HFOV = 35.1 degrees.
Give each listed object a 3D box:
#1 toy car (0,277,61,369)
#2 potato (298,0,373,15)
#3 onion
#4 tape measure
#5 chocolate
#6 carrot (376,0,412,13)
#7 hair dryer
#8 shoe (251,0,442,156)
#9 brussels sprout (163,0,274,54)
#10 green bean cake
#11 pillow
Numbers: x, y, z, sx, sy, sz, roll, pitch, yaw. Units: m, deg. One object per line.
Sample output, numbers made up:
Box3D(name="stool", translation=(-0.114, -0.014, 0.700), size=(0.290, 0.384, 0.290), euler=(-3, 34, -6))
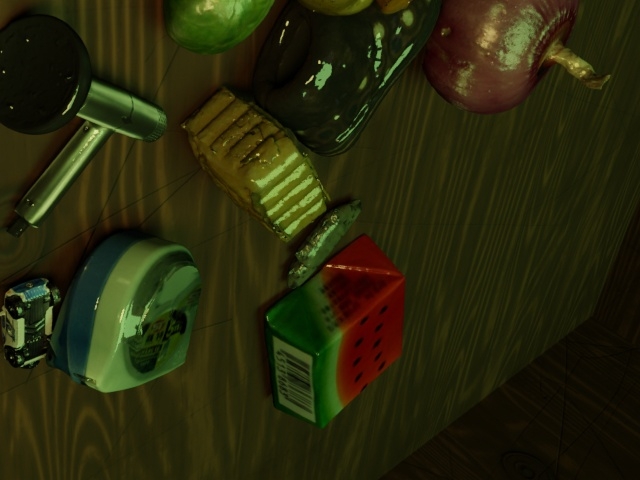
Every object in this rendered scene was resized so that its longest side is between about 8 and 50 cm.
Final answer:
Box3D(name="toy car", translation=(-0.471, 0.135, 1.628), size=(0.080, 0.070, 0.170), euler=(-24, 138, -40))
Box3D(name="potato", translation=(0.008, -0.484, 1.462), size=(0.369, 0.195, 0.176), euler=(62, 38, -44))
Box3D(name="onion", translation=(0.375, -0.401, 1.999), size=(0.358, 0.345, 0.358), euler=(-44, -174, 6))
Box3D(name="tape measure", translation=(-0.311, 0.118, 1.703), size=(0.259, 0.138, 0.262), euler=(-19, 130, -69))
Box3D(name="chocolate", translation=(0.041, 0.220, 2.337), size=(0.341, 0.161, 0.360), euler=(-39, 148, -28))
Box3D(name="carrot", translation=(0.094, -0.474, 1.648), size=(0.072, 0.205, 0.072), euler=(-21, 171, -4))
Box3D(name="hair dryer", translation=(-0.362, -0.124, 1.428), size=(0.284, 0.156, 0.320), euler=(-61, 159, -5))
Box3D(name="shoe", translation=(0.040, -0.347, 1.721), size=(0.384, 0.171, 0.237), euler=(-56, 142, -2))
Box3D(name="brussels sprout", translation=(-0.146, -0.353, 1.475), size=(0.161, 0.144, 0.180), euler=(18, 106, -56))
Box3D(name="green bean cake", translation=(-0.109, -0.123, 1.699), size=(0.131, 0.224, 0.229), euler=(-43, 147, -9))
Box3D(name="pillow", translation=(0.001, -0.001, 2.152), size=(0.241, 0.051, 0.093), euler=(-49, 155, -3))
